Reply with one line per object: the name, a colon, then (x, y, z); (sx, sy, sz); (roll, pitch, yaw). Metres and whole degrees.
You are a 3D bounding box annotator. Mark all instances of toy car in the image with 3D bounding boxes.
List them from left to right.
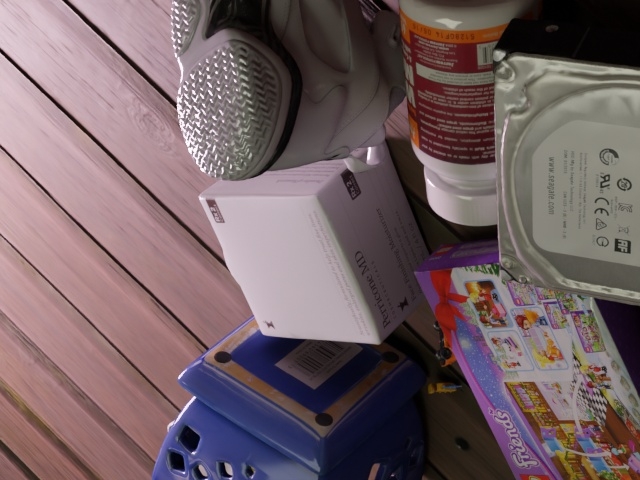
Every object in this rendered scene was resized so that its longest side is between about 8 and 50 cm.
toy car: (0.139, 0.119, 1.626); (0.040, 0.060, 0.122); (-3, 155, -4)

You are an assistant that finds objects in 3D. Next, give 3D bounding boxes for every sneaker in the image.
sneaker: (-0.024, -0.231, 1.388); (0.137, 0.210, 0.366); (-10, 81, 49)

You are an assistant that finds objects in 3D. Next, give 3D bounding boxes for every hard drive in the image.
hard drive: (0.306, -0.044, 1.202); (0.339, 0.064, 0.237); (10, 130, 20)

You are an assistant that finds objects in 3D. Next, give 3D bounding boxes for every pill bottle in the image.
pill bottle: (0.135, -0.129, 1.320); (0.121, 0.121, 0.221); (21, 135, 32)

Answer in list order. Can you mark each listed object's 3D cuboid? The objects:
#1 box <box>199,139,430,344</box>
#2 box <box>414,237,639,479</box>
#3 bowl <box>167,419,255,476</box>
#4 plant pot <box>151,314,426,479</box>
box: (0.000, 0.000, 1.575); (0.182, 0.119, 0.181); (1, 124, 45)
box: (0.235, 0.130, 1.464); (0.201, 0.057, 0.293); (-8, 116, 47)
bowl: (-0.129, 0.294, 2.025); (0.142, 0.053, 0.142); (16, 133, 36)
plant pot: (-0.025, 0.205, 1.701); (0.236, 0.236, 0.212); (30, 132, 24)
